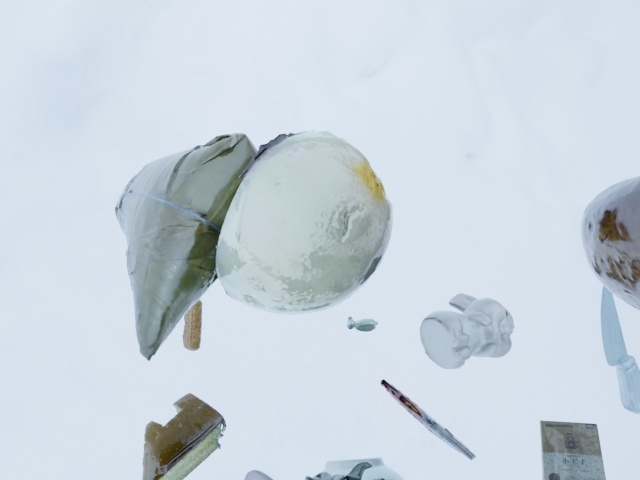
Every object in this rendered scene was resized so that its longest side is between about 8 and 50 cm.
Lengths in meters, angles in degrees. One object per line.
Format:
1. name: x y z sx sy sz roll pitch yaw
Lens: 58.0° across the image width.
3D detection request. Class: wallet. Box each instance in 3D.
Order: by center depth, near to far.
1. wallet: 0.170 0.286 0.909 0.020 0.103 0.196 -52 132 -9

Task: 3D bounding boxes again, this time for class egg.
1. egg: 0.000 0.000 0.924 0.201 0.337 0.337 29 52 27

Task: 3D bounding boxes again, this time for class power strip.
1. power strip: 0.108 0.215 1.509 0.083 0.055 0.035 4 50 -12

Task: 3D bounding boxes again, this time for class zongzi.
1. zongzi: -0.285 0.017 0.992 0.174 0.355 0.393 42 57 -32

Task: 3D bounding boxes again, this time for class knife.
1. knife: 0.625 0.236 1.211 0.080 0.044 0.332 -37 112 -21

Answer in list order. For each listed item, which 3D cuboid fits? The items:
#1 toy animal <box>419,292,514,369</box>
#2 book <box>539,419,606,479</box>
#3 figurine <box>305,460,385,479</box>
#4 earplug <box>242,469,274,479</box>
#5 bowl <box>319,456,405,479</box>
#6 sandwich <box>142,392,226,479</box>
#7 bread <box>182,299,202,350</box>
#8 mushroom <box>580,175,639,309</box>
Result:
1. toy animal: 0.309 0.194 1.244 0.193 0.178 0.128 -17 97 -33
2. book: 0.605 0.521 1.390 0.199 0.138 0.016 -66 148 -52
3. figurine: -0.013 0.455 0.715 0.382 0.260 0.186 -48 121 -42
4. earplug: -0.251 0.844 1.694 0.172 0.172 0.301 41 98 -17
5. bowl: 0.113 0.782 1.791 0.434 0.434 0.196 9 66 -30
6. sandwich: -0.336 0.475 1.296 0.235 0.128 0.122 -33 139 -43
7. bread: -0.359 0.233 1.620 0.044 0.052 0.157 -17 113 -65
8. mushroom: 0.456 0.005 0.616 0.344 0.345 0.239 13 55 -29
